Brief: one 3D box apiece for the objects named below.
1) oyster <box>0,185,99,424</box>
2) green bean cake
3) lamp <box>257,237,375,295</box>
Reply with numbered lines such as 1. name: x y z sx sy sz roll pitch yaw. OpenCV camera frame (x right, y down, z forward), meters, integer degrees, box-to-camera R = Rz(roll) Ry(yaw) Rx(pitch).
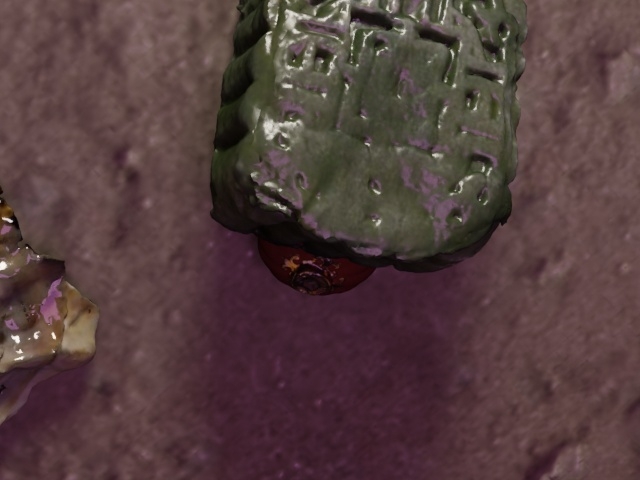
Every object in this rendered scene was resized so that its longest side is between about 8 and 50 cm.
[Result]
1. oyster: -0.341 0.086 1.112 0.355 0.107 0.201 -16 110 -9
2. green bean cake: 0.039 -0.093 1.094 0.223 0.125 0.227 11 81 -21
3. lamp: 0.000 0.000 1.178 0.101 0.090 0.101 4 144 3
